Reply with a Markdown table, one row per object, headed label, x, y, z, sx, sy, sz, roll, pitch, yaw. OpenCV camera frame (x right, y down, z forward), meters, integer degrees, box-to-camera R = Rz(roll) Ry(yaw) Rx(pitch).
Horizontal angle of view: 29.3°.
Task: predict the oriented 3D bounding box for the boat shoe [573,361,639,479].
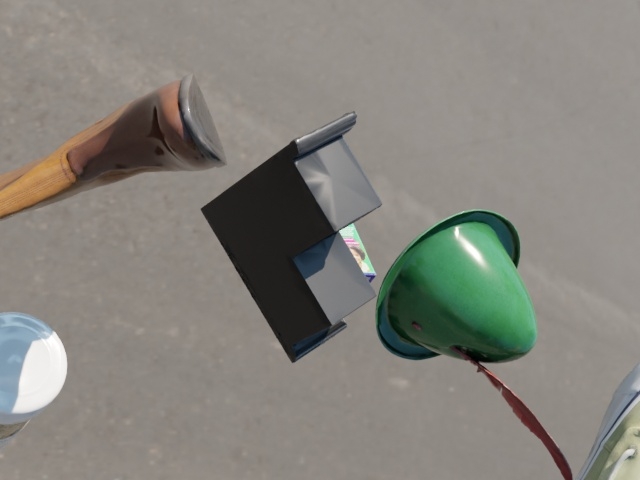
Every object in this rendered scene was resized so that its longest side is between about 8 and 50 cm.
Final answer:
| label | x | y | z | sx | sy | sz | roll | pitch | yaw |
| --- | --- | --- | --- | --- | --- | --- | --- | --- | --- |
| boat shoe | 0.253 | 0.198 | 0.944 | 0.109 | 0.094 | 0.302 | 33 | 94 | -18 |

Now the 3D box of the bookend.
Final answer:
| label | x | y | z | sx | sy | sz | roll | pitch | yaw |
| --- | --- | --- | --- | --- | --- | --- | --- | --- | --- |
| bookend | 0.000 | 0.000 | 1.015 | 0.072 | 0.157 | 0.156 | -30 | 89 | -39 |

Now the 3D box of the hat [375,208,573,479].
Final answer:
| label | x | y | z | sx | sy | sz | roll | pitch | yaw |
| --- | --- | --- | --- | --- | --- | --- | --- | --- | --- |
| hat | 0.179 | 0.095 | 1.145 | 0.173 | 0.183 | 0.208 | -53 | 139 | 8 |

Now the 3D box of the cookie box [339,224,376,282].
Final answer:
| label | x | y | z | sx | sy | sz | roll | pitch | yaw |
| --- | --- | --- | --- | --- | --- | --- | --- | --- | --- |
| cookie box | 0.001 | 0.020 | 1.232 | 0.040 | 0.092 | 0.107 | 4 | 48 | -35 |

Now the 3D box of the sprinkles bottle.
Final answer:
| label | x | y | z | sx | sy | sz | roll | pitch | yaw |
| --- | --- | --- | --- | --- | --- | --- | --- | --- | --- |
| sprinkles bottle | -0.413 | 0.199 | 1.490 | 0.121 | 0.355 | 0.121 | 12 | 62 | -24 |

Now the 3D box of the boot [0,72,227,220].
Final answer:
| label | x | y | z | sx | sy | sz | roll | pitch | yaw |
| --- | --- | --- | --- | --- | --- | --- | --- | --- | --- |
| boot | -0.241 | -0.075 | 1.185 | 0.264 | 0.280 | 0.096 | -136 | -155 | -71 |
